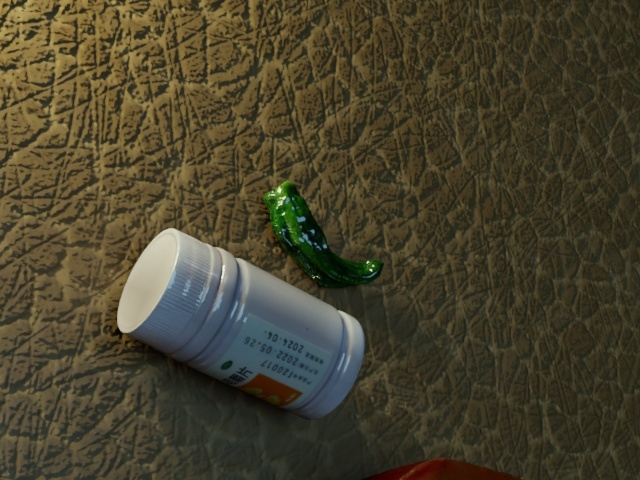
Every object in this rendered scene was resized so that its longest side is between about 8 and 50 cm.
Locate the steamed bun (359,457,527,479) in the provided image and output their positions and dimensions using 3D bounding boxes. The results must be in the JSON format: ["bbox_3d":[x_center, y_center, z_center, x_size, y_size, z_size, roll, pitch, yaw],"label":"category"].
[{"bbox_3d":[0.167,0.404,1.218,0.379,0.235,0.248,22,57,-31],"label":"steamed bun"}]

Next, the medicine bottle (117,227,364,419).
[{"bbox_3d":[-0.084,0.094,1.209,0.249,0.133,0.133,30,58,-27],"label":"medicine bottle"}]

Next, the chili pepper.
[{"bbox_3d":[0.000,0.006,1.358,0.182,0.050,0.073,43,47,-19],"label":"chili pepper"}]
